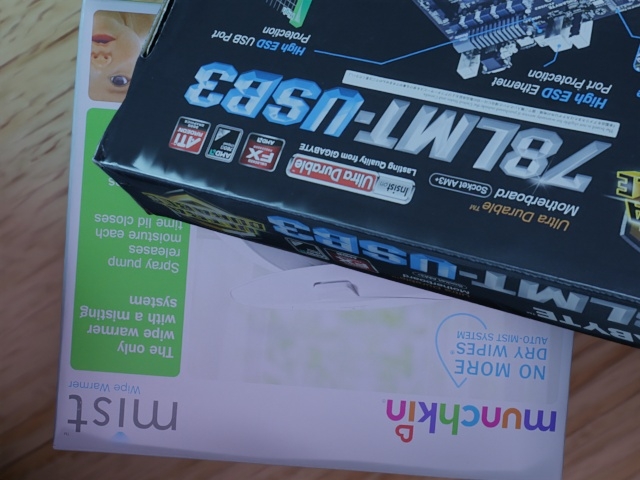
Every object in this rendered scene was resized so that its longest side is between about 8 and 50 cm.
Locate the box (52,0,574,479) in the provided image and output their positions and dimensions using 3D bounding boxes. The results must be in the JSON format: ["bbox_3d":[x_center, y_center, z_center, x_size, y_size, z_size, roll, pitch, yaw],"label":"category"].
[{"bbox_3d":[0.000,0.000,0.723,0.262,0.127,0.231,5,93,-2],"label":"box"}]

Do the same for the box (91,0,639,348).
[{"bbox_3d":[0.089,-0.119,0.573,0.295,0.073,0.293,14,75,25],"label":"box"}]
